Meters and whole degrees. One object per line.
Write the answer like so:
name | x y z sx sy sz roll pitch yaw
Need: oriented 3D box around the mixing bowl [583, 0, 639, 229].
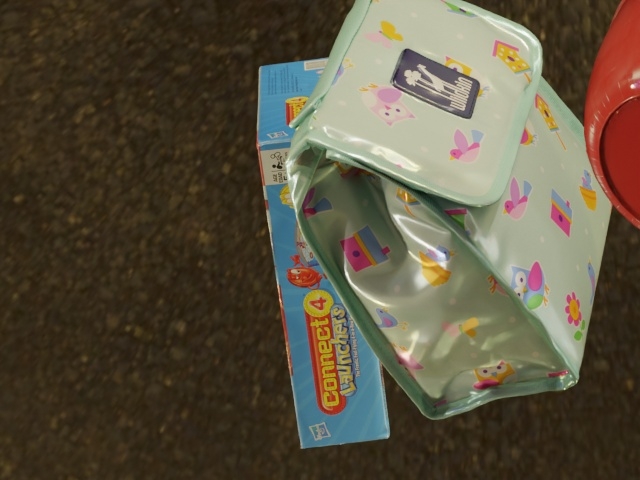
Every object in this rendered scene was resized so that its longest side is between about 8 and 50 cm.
mixing bowl | 0.215 -0.060 0.785 0.181 0.098 0.181 25 134 29

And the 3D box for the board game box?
board game box | 0.000 0.000 1.420 0.086 0.308 0.302 -7 109 1

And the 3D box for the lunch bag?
lunch bag | 0.088 -0.043 1.024 0.160 0.223 0.262 -19 122 34
